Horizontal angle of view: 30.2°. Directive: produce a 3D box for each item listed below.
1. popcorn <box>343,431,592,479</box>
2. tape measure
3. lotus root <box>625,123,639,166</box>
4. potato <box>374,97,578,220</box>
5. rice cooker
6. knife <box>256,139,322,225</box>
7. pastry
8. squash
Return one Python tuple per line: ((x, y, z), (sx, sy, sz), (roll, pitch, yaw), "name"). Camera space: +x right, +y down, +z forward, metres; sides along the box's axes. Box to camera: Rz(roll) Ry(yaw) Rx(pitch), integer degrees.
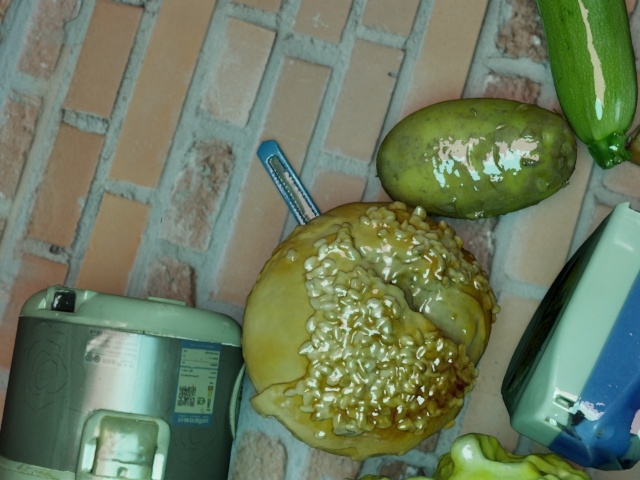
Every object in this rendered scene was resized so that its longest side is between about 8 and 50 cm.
((0.205, 0.348, 1.292), (0.279, 0.335, 0.274), (-14, 121, -27), "popcorn")
((0.310, 0.114, 1.314), (0.138, 0.262, 0.259), (30, 75, 4), "tape measure")
((0.451, -0.151, 1.414), (0.135, 0.095, 0.159), (21, 92, 7), "lotus root")
((0.185, -0.099, 1.437), (0.251, 0.113, 0.149), (-9, 91, 18), "potato")
((-0.229, 0.201, 1.374), (0.288, 0.288, 0.277), (6, 82, 9), "rice cooker")
((-0.001, 0.000, 1.492), (0.044, 0.026, 0.296), (-35, 80, 15), "knife")
((0.063, 0.093, 1.344), (0.284, 0.184, 0.316), (40, 66, -1), "pastry")
((0.317, -0.279, 1.441), (0.107, 0.107, 0.395), (-13, 81, 7), "squash")
